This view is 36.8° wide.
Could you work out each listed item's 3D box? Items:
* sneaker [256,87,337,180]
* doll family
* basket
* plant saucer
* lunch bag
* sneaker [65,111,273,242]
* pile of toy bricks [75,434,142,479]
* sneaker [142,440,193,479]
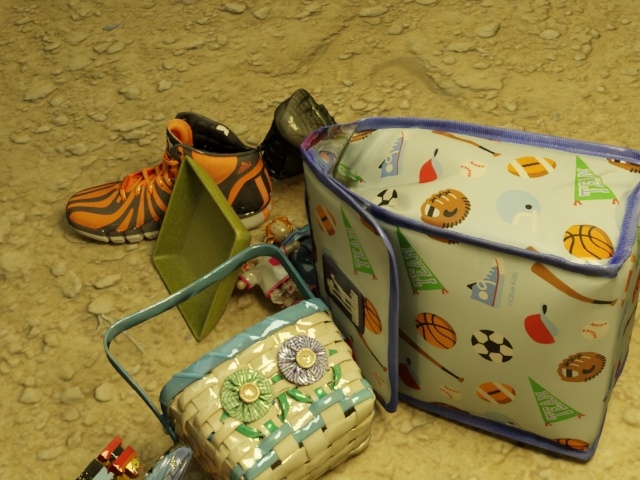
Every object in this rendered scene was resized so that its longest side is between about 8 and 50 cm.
[{"bbox_3d":[-0.035,-0.139,1.414,0.130,0.286,0.109,-31,84,7],"label":"sneaker"},{"bbox_3d":[0.000,0.000,1.358,0.263,0.118,0.163,-43,57,-6],"label":"doll family"},{"bbox_3d":[-0.082,0.152,1.137,0.254,0.201,0.289,-32,57,-21],"label":"basket"},{"bbox_3d":[-0.159,0.009,1.328,0.045,0.188,0.188,-1,38,-35],"label":"plant saucer"},{"bbox_3d":[0.160,0.045,1.116,0.385,0.328,0.239,16,46,22],"label":"lunch bag"},{"bbox_3d":[-0.237,-0.102,1.431,0.320,0.180,0.125,-7,44,3],"label":"sneaker"},{"bbox_3d":[-0.255,0.329,1.075,0.105,0.118,0.212,39,47,1],"label":"pile of toy bricks"},{"bbox_3d":[-0.163,0.326,1.028,0.087,0.083,0.221,11,86,-2],"label":"sneaker"}]
